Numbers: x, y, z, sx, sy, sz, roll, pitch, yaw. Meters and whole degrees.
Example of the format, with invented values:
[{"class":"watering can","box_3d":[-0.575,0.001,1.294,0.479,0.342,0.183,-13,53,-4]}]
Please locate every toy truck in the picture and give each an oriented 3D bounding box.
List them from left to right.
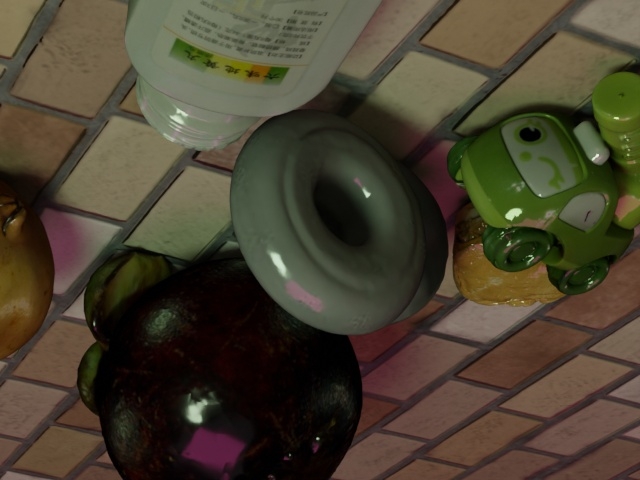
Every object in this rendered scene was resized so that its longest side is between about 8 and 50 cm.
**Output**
[{"class":"toy truck","box_3d":[0.245,-0.057,1.503,0.210,0.148,0.187,-33,142,15]}]

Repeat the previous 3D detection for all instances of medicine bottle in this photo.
[{"class":"medicine bottle","box_3d":[-0.056,-0.197,1.276,0.179,0.124,0.324,11,147,-17]}]

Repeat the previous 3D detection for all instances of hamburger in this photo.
[{"class":"hamburger","box_3d":[0.207,0.012,1.671,0.138,0.083,0.147,1,149,9]}]

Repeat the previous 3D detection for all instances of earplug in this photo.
[{"class":"earplug","box_3d":[0.012,-0.004,1.492,0.175,0.214,0.325,-21,169,13]}]

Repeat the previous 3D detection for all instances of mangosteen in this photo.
[{"class":"mangosteen","box_3d":[-0.109,0.157,1.750,0.330,0.330,0.330,1,150,1]}]

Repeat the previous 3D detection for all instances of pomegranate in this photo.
[{"class":"pomegranate","box_3d":[-0.368,0.033,1.611,0.209,0.209,0.209,1,150,1]}]
